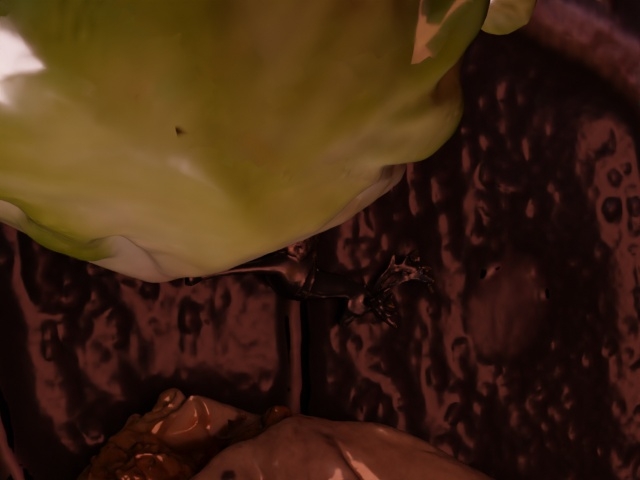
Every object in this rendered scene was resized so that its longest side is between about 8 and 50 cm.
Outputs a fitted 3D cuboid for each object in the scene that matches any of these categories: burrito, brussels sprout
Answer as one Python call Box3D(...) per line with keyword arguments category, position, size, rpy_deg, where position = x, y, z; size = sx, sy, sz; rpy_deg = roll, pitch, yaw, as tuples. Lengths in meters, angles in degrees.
Box3D(category="burrito", position=(0.071, 0.166, 0.616), size=(0.392, 0.076, 0.117), rpy_deg=(26, 74, -20))
Box3D(category="brussels sprout", position=(-0.102, -0.164, 0.459), size=(0.314, 0.276, 0.371), rpy_deg=(-21, 96, -35))

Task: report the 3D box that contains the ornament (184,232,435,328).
Box3D(category="ornament", position=(0.000, 0.000, 0.616), size=(0.125, 0.028, 0.073), rpy_deg=(15, 84, -17))
